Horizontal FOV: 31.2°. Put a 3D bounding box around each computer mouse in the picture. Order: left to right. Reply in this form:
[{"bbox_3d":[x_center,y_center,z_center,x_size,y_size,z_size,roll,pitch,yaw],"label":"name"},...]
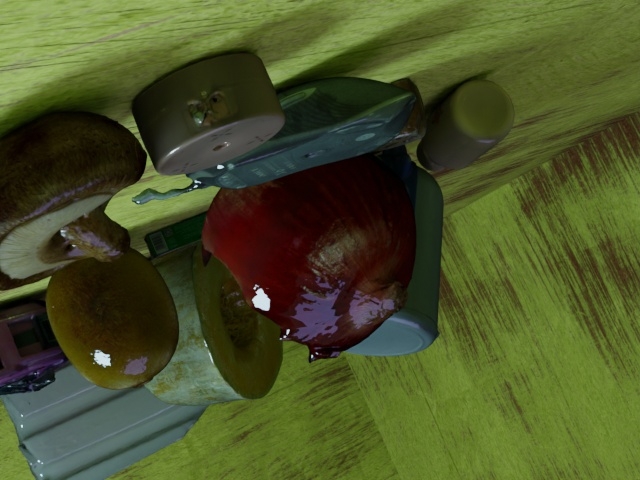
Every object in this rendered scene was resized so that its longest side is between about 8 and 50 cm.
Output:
[{"bbox_3d":[-0.065,-0.129,1.428,0.379,0.090,0.167,-19,169,5],"label":"computer mouse"}]

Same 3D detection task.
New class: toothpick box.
[{"bbox_3d":[0.104,0.002,2.021,0.263,0.355,0.263,6,157,2],"label":"toothpick box"}]

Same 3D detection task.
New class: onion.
[{"bbox_3d":[-0.003,-0.002,1.741,0.341,0.341,0.341,-24,174,-3],"label":"onion"}]

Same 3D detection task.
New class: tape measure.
[{"bbox_3d":[-0.559,0.205,1.999,0.245,0.149,0.231,-19,170,-44],"label":"tape measure"}]

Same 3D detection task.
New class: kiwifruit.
[{"bbox_3d":[-0.331,0.126,1.840,0.196,0.234,0.196,-21,177,-1],"label":"kiwifruit"}]

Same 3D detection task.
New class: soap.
[{"bbox_3d":[-0.424,0.293,2.367,0.435,0.350,0.213,-26,173,-7],"label":"soap"}]

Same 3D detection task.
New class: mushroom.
[{"bbox_3d":[-0.280,-0.047,1.140,0.194,0.138,0.231,2,144,-47],"label":"mushroom"}]

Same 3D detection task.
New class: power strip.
[{"bbox_3d":[-0.118,-0.133,1.208,0.154,0.078,0.154,-22,172,-3],"label":"power strip"}]

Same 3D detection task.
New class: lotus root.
[{"bbox_3d":[0.096,-0.178,1.683,0.112,0.081,0.122,-19,175,16],"label":"lotus root"}]

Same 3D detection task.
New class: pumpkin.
[{"bbox_3d":[-0.230,0.149,2.157,0.199,0.332,0.332,-12,179,24],"label":"pumpkin"}]

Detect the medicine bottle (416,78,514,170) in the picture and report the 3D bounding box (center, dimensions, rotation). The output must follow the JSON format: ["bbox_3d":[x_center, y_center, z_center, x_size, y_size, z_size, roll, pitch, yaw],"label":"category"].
[{"bbox_3d":[0.234,-0.182,1.955,0.114,0.114,0.252,-22,173,-18],"label":"medicine bottle"}]

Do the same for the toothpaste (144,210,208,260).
[{"bbox_3d":[-0.212,-0.017,1.962,0.178,0.043,0.037,-22,174,-20],"label":"toothpaste"}]

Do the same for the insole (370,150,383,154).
[{"bbox_3d":[0.071,-0.151,2.094,0.193,0.006,0.065,-22,174,-15],"label":"insole"}]
